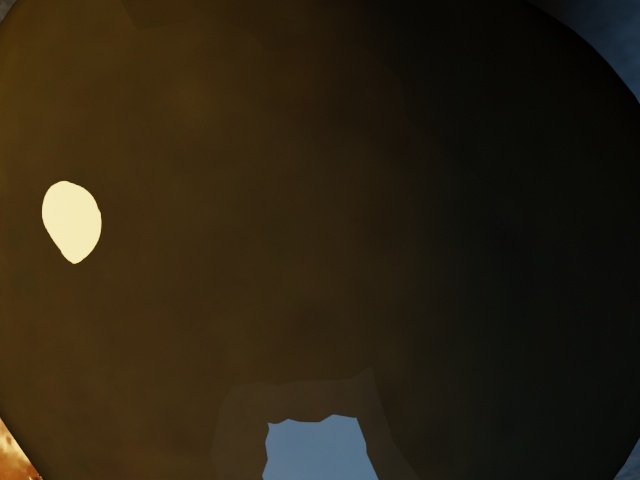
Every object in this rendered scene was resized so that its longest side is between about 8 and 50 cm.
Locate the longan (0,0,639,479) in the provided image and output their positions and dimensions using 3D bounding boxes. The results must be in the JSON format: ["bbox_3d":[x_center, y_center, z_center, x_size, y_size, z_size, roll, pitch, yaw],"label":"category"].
[{"bbox_3d":[0.000,0.000,0.492,0.215,0.246,0.246,-4,150,19],"label":"longan"}]

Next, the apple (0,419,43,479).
[{"bbox_3d":[-0.091,0.079,0.684,0.146,0.146,0.146,-5,148,-3],"label":"apple"}]
